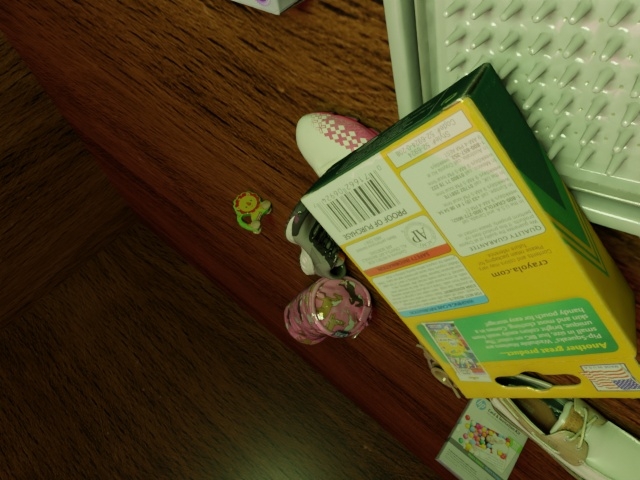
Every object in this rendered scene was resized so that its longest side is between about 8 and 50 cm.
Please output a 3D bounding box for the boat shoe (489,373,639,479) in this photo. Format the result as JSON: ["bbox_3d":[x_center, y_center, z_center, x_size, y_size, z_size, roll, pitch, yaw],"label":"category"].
[{"bbox_3d":[0.429,0.328,0.703,0.302,0.113,0.103,20,154,45],"label":"boat shoe"}]

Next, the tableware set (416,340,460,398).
[{"bbox_3d":[0.293,0.307,0.987,0.128,0.039,0.194,21,148,43],"label":"tableware set"}]

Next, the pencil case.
[{"bbox_3d":[0.006,0.204,1.139,0.386,0.160,0.167,136,117,-68],"label":"pencil case"}]

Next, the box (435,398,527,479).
[{"bbox_3d":[0.380,0.481,0.953,0.145,0.186,0.038,37,154,16],"label":"box"}]

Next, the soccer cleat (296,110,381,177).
[{"bbox_3d":[0.071,-0.061,0.578,0.331,0.143,0.116,38,156,13],"label":"soccer cleat"}]

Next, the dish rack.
[{"bbox_3d":[0.206,-0.142,0.307,0.332,0.072,0.286,26,153,36],"label":"dish rack"}]

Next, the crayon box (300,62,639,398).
[{"bbox_3d":[0.157,0.024,0.416,0.323,0.083,0.203,50,139,-13],"label":"crayon box"}]

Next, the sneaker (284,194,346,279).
[{"bbox_3d":[0.000,0.000,0.885,0.107,0.100,0.272,20,155,24],"label":"sneaker"}]

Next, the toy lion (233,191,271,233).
[{"bbox_3d":[-0.180,-0.076,1.035,0.096,0.100,0.034,19,154,9],"label":"toy lion"}]

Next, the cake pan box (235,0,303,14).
[{"bbox_3d":[-0.132,-0.398,0.429,0.266,0.070,0.246,32,157,24],"label":"cake pan box"}]
